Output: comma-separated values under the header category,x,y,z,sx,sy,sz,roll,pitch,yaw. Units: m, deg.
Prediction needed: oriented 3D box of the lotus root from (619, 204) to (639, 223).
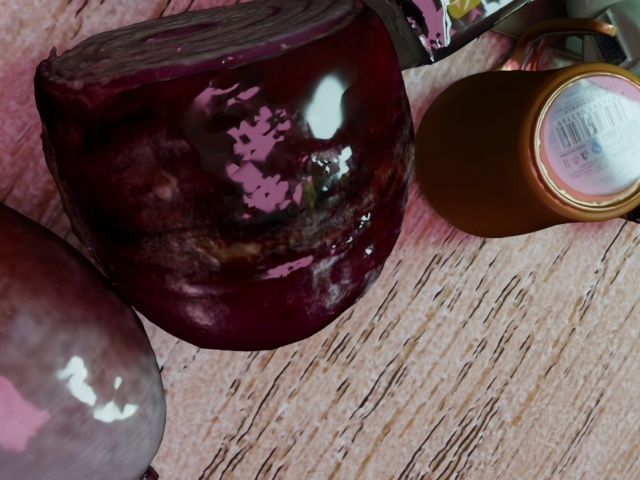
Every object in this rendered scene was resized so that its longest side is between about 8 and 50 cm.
category,x,y,z,sx,sy,sz,roll,pitch,yaw
lotus root,0.417,-0.139,0.867,0.141,0.169,0.314,18,116,-10

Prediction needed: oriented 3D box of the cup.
category,x,y,z,sx,sy,sz,roll,pitch,yaw
cup,0.212,-0.109,0.776,0.182,0.264,0.226,14,91,-9

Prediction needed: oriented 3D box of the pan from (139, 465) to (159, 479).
category,x,y,z,sx,sy,sz,roll,pitch,yaw
pan,-0.224,0.177,0.800,0.114,0.040,0.212,-31,111,-5

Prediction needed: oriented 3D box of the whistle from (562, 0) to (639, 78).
category,x,y,z,sx,sy,sz,roll,pitch,yaw
whistle,0.313,-0.197,0.799,0.105,0.102,0.253,-15,73,-6

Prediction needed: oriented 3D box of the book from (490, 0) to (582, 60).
category,x,y,z,sx,sy,sz,roll,pitch,yaw
book,0.339,-0.303,0.897,0.310,0.021,0.217,11,100,-22

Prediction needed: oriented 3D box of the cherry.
category,x,y,z,sx,sy,sz,roll,pitch,yaw
cherry,-0.303,0.123,0.615,0.334,0.291,0.326,27,110,-16

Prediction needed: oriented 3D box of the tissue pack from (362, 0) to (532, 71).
category,x,y,z,sx,sy,sz,roll,pitch,yaw
tissue pack,0.168,-0.327,0.718,0.370,0.210,0.198,-35,101,-4

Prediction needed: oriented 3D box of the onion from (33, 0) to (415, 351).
category,x,y,z,sx,sy,sz,roll,pitch,yaw
onion,-0.062,-0.054,0.647,0.281,0.336,0.260,-25,116,-19
